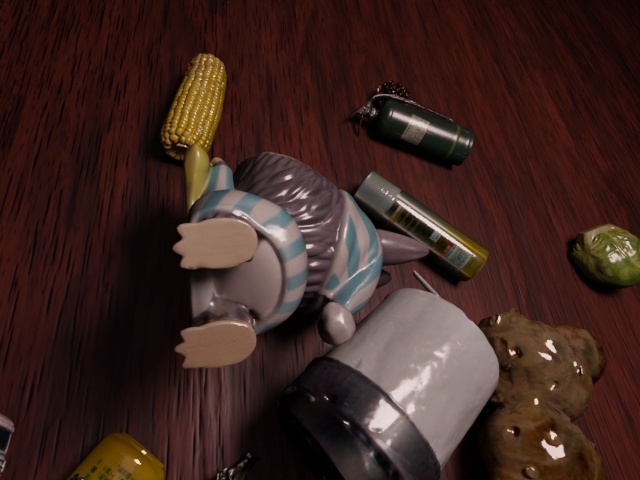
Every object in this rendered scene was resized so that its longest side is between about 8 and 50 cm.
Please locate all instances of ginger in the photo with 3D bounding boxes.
[{"bbox_3d":[0.353,0.278,0.641,0.256,0.176,0.375,35,53,-12],"label":"ginger"}]

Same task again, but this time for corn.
[{"bbox_3d":[-0.241,-0.260,0.787,0.093,0.093,0.244,13,59,-11],"label":"corn"}]

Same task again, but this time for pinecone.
[{"bbox_3d":[0.181,-0.358,0.990,0.083,0.077,0.077,7,50,34],"label":"pinecone"}]

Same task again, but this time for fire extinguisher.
[{"bbox_3d":[0.206,-0.267,0.941,0.294,0.093,0.118,18,100,-7],"label":"fire extinguisher"}]

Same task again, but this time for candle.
[{"bbox_3d":[0.119,0.204,0.578,0.342,0.221,0.221,-34,77,-31],"label":"candle"}]

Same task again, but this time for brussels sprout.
[{"bbox_3d":[0.666,0.034,0.914,0.155,0.117,0.155,6,71,-17],"label":"brussels sprout"}]

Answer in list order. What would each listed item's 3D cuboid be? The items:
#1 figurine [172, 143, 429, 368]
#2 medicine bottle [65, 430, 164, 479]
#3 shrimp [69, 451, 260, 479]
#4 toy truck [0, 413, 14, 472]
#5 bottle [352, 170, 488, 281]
[{"bbox_3d":[0.000,0.000,0.565,0.378,0.361,0.266,-4,106,-16],"label":"figurine"},{"bbox_3d":[-0.298,0.353,0.448,0.095,0.064,0.260,40,57,0],"label":"medicine bottle"},{"bbox_3d":[-0.191,0.310,0.466,0.262,0.051,0.198,-33,117,-34],"label":"shrimp"},{"bbox_3d":[-0.476,0.226,0.440,0.227,0.098,0.114,9,54,-12],"label":"toy truck"},{"bbox_3d":[0.197,-0.031,0.813,0.286,0.082,0.082,36,57,2],"label":"bottle"}]
